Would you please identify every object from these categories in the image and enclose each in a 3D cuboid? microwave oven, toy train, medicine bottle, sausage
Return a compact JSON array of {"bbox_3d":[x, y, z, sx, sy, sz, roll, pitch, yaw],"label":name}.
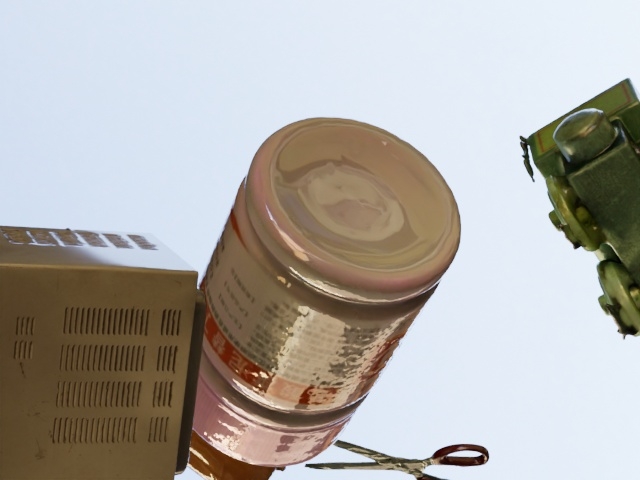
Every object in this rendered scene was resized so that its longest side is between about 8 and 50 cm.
[{"bbox_3d":[-0.193,0.119,1.057,0.194,0.145,0.240,2,-78,-26],"label":"microwave oven"},{"bbox_3d":[0.324,-0.029,1.419,0.159,0.188,0.271,-31,-69,17],"label":"toy train"},{"bbox_3d":[-0.014,0.056,1.321,0.202,0.202,0.316,-23,-27,-35],"label":"medicine bottle"},{"bbox_3d":[-0.187,0.201,1.719,0.112,0.328,0.112,-56,-1,-2],"label":"sausage"}]

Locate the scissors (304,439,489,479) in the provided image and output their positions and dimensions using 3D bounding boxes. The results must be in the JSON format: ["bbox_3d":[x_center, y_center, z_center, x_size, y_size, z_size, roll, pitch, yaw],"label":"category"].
[{"bbox_3d":[0.107,0.320,1.990,0.248,0.017,0.144,10,-43,-13],"label":"scissors"}]
